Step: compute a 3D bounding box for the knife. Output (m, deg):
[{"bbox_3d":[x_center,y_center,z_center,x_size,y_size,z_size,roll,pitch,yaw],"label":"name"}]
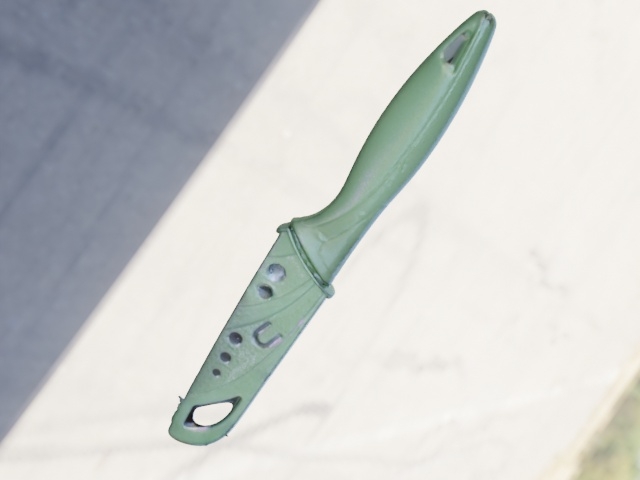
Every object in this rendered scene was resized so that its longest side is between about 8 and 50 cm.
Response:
[{"bbox_3d":[0.001,-0.001,0.987,0.293,0.043,0.020,-57,178,27],"label":"knife"}]
